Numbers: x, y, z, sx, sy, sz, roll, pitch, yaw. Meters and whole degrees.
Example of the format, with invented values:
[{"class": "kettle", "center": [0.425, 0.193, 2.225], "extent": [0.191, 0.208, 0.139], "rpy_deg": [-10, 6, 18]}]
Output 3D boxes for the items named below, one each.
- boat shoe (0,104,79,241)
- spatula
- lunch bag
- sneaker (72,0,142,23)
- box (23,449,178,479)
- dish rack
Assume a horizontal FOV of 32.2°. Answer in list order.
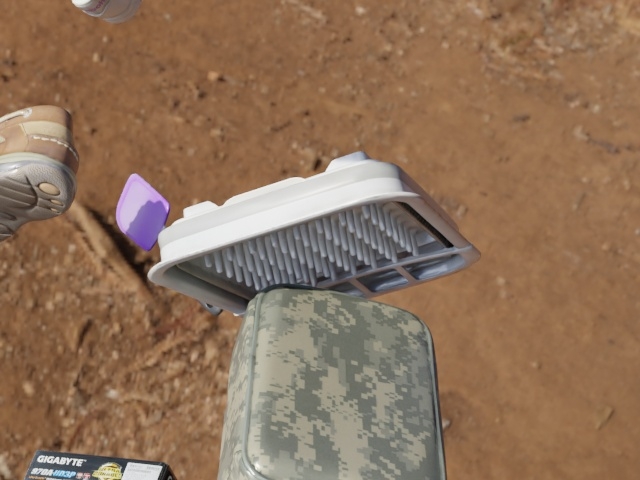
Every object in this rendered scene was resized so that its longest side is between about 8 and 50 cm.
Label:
[{"class": "boat shoe", "center": [-0.384, -0.074, 1.278], "extent": [0.123, 0.324, 0.116], "rpy_deg": [32, 57, -44]}, {"class": "spatula", "center": [-0.200, 0.013, 1.470], "extent": [0.030, 0.084, 0.296], "rpy_deg": [12, 23, -39]}, {"class": "lunch bag", "center": [-0.008, 0.228, 1.134], "extent": [0.213, 0.256, 0.305], "rpy_deg": [14, 35, -11]}, {"class": "sneaker", "center": [-0.336, -0.465, 1.577], "extent": [0.114, 0.305, 0.152], "rpy_deg": [-14, 3, 20]}, {"class": "box", "center": [-0.239, 0.342, 1.356], "extent": [0.175, 0.220, 0.051], "rpy_deg": [1, 48, 19]}, {"class": "dish rack", "center": [0.000, 0.000, 1.165], "extent": [0.333, 0.285, 0.072], "rpy_deg": [31, 45, -66]}]
